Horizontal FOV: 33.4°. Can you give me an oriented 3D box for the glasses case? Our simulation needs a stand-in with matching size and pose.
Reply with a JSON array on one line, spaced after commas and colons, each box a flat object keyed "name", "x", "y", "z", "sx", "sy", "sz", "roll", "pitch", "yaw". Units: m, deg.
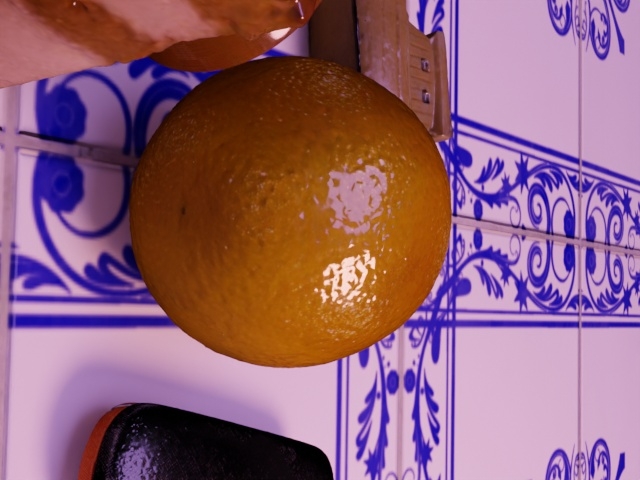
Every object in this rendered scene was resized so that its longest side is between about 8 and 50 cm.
[{"name": "glasses case", "x": -0.073, "y": 0.186, "z": 0.784, "sx": 0.266, "sy": 0.067, "sz": 0.103, "roll": 30, "pitch": 65, "yaw": -52}]

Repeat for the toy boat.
[{"name": "toy boat", "x": 0.056, "y": -0.129, "z": 0.951, "sx": 0.121, "sy": 0.089, "sz": 0.321, "roll": 1, "pitch": 82, "yaw": -40}]

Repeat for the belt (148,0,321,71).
[{"name": "belt", "x": -0.078, "y": -0.222, "z": 0.658, "sx": 0.105, "sy": 0.184, "sz": 0.261, "roll": 48, "pitch": 20, "yaw": -44}]

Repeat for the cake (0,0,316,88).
[{"name": "cake", "x": -0.147, "y": -0.195, "z": 0.496, "sx": 0.196, "sy": 0.293, "sz": 0.199, "roll": 31, "pitch": 58, "yaw": -50}]

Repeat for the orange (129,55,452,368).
[{"name": "orange", "x": -0.019, "y": -0.019, "z": 0.741, "sx": 0.236, "sy": 0.236, "sz": 0.236, "roll": 3, "pitch": 86, "yaw": -56}]
